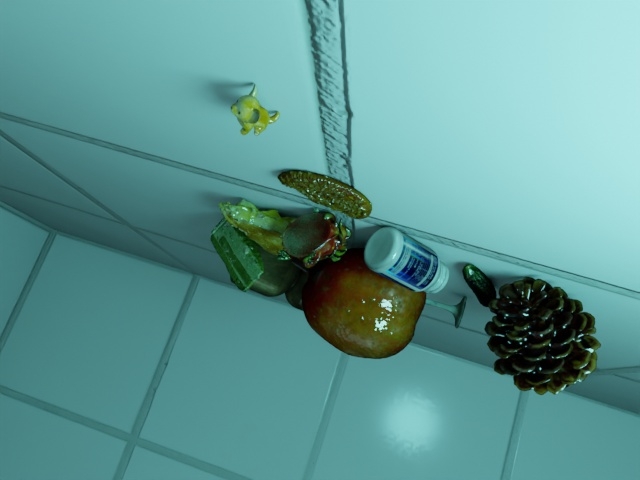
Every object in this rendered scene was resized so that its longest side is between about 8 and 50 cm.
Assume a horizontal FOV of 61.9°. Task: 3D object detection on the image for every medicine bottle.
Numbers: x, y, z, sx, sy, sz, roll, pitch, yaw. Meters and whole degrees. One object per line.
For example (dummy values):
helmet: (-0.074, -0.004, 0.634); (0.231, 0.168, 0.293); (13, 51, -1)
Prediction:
medicine bottle: (0.197, 0.051, 1.197); (0.192, 0.106, 0.107); (27, 164, -32)

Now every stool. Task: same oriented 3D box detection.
stool: (-0.119, 0.093, 1.620); (0.264, 0.179, 0.179); (24, 165, -22)

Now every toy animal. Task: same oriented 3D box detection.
toy animal: (-0.092, -0.186, 0.771); (0.081, 0.060, 0.083); (-3, 169, -17)

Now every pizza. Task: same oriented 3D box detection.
pizza: (-0.123, -0.040, 1.350); (0.288, 0.075, 0.280); (31, 158, -36)

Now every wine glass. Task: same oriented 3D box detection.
wine glass: (0.269, 0.114, 1.512); (0.310, 0.096, 0.264); (17, 143, 10)

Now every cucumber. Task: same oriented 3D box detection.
cucumber: (0.385, 0.106, 1.291); (0.058, 0.052, 0.215); (52, -174, 36)

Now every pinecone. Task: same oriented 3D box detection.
pinecone: (0.479, 0.201, 1.194); (0.246, 0.246, 0.292); (4, 141, 46)

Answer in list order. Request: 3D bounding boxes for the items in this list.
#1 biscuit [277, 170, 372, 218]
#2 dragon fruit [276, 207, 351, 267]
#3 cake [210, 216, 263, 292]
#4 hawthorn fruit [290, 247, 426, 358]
biscuit: (0.020, -0.091, 1.052); (0.206, 0.025, 0.126); (23, 165, -20)
dragon fruit: (0.000, 0.000, 1.204); (0.175, 0.138, 0.142); (15, 148, -38)
cake: (-0.209, 0.044, 1.485); (0.099, 0.100, 0.235); (25, -157, -52)
hawthorn fruit: (0.081, 0.134, 1.358); (0.369, 0.284, 0.285); (31, 165, -4)
